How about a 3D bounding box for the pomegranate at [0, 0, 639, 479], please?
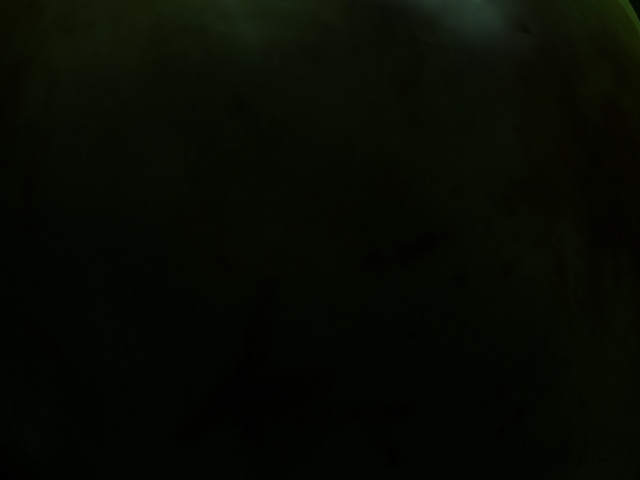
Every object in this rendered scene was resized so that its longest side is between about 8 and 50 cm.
[{"bbox_3d":[0.000,0.000,0.545,0.332,0.333,0.332,18,7,-2],"label":"pomegranate"}]
